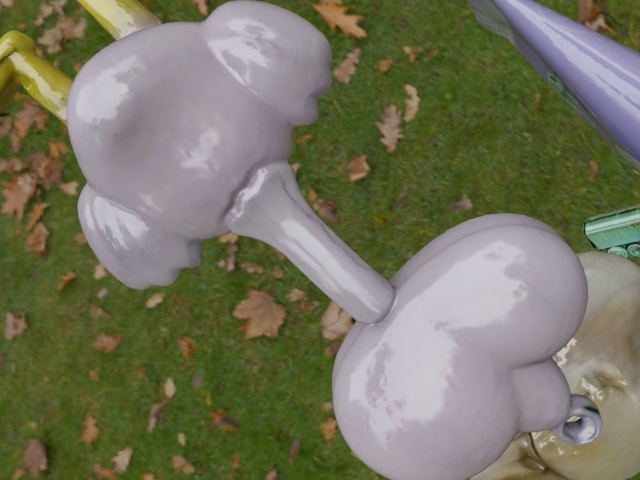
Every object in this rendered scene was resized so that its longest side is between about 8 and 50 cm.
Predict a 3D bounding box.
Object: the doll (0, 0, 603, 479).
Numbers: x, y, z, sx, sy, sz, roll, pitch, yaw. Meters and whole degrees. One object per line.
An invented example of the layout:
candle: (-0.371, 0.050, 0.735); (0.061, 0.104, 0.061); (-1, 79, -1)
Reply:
doll: (0.000, 0.000, 0.423); (0.365, 0.094, 0.160); (37, 103, -12)

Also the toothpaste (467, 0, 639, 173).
toothpaste: (0.218, -0.021, 0.411); (0.371, 0.125, 0.080); (42, 103, 15)

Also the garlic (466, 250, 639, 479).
garlic: (0.133, 0.125, 0.620); (0.185, 0.203, 0.281); (46, 124, 19)

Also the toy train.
toy train: (0.392, -0.014, 1.028); (0.148, 0.071, 0.038); (-19, 31, 52)
